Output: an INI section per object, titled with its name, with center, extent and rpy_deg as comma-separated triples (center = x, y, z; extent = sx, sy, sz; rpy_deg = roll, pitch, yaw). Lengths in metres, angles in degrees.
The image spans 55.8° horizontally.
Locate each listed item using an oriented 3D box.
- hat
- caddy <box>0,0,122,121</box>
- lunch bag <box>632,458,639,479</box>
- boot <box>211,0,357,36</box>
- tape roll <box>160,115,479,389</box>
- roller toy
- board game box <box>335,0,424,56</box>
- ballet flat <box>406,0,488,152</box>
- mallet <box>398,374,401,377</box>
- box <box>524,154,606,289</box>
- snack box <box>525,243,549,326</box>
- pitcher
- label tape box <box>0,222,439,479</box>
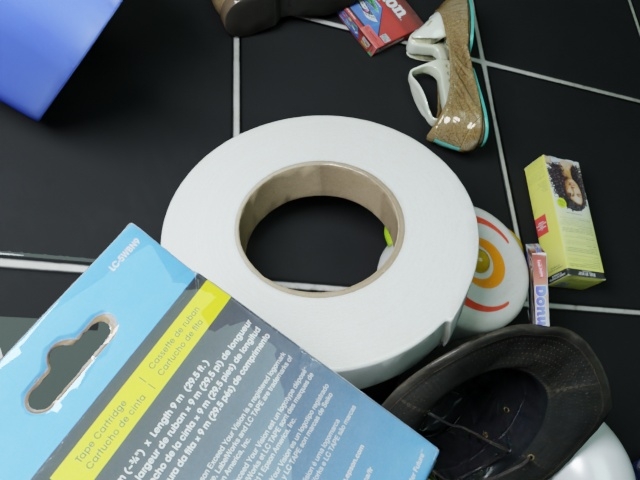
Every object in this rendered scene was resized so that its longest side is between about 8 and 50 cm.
[hat]
center = 0.186, 0.211, 0.770
extent = 0.331, 0.331, 0.134
rpy_deg = 13, 24, -18
[caddy]
center = -0.334, -0.297, 0.699
extent = 0.179, 0.341, 0.241
rpy_deg = 36, 56, -26
[lunch bag]
center = 0.528, 0.370, 0.924
extent = 0.067, 0.065, 0.098
rpy_deg = -14, 74, -12
[boot]
center = -0.040, -0.440, 1.007
extent = 0.305, 0.112, 0.115
rpy_deg = -21, 66, -20
[tape roll]
center = 0.000, 0.000, 0.761
extent = 0.392, 0.072, 0.392
rpy_deg = -1, 54, 1
[roller toy]
center = 0.194, 0.051, 0.872
extent = 0.209, 0.146, 0.191
rpy_deg = 18, 62, -16
[board game box]
center = 0.060, -0.478, 1.122
extent = 0.145, 0.027, 0.281
rpy_deg = -35, 84, -33
[ballet flat]
center = 0.218, -0.311, 1.084
extent = 0.124, 0.116, 0.342
rpy_deg = 1, 70, -3
[mallet]
center = 0.087, 0.181, 0.834
extent = 0.190, 0.039, 0.062
rpy_deg = 32, 57, -12
[box]
center = 0.428, -0.033, 1.065
extent = 0.087, 0.058, 0.232
rpy_deg = 6, 66, -21
[snack box]
center = 0.317, 0.098, 0.879
extent = 0.022, 0.064, 0.178
rpy_deg = -4, 101, 12
[pitcher]
center = 0.329, 0.290, 0.850
extent = 0.178, 0.125, 0.207
rpy_deg = -9, 59, -9
[label tape box]
center = -0.100, 0.185, 0.495
extent = 0.334, 0.106, 0.240
rpy_deg = 38, 58, -4
